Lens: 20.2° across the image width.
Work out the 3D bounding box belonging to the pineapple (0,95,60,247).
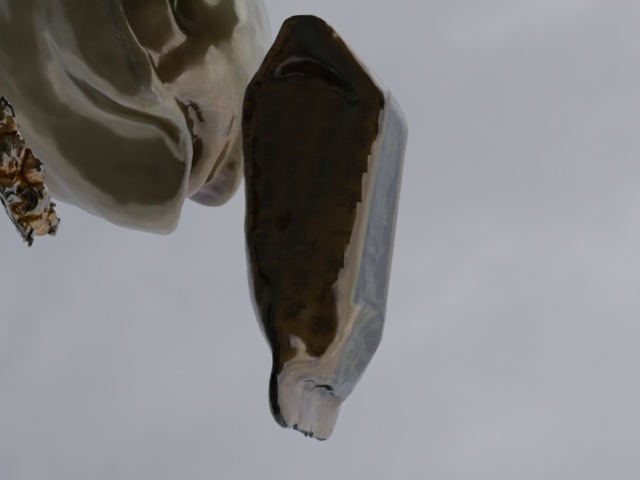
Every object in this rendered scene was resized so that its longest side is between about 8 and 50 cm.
[{"bbox_3d":[-0.124,-0.037,0.676,0.019,0.083,0.045,-31,180,-19],"label":"pineapple"}]

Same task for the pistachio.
[{"bbox_3d":[-0.194,-0.186,1.772,0.281,0.365,0.445,-25,172,-18],"label":"pistachio"}]

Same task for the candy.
[{"bbox_3d":[0.000,0.000,1.185,0.101,0.143,0.271,-2,-108,19],"label":"candy"}]
